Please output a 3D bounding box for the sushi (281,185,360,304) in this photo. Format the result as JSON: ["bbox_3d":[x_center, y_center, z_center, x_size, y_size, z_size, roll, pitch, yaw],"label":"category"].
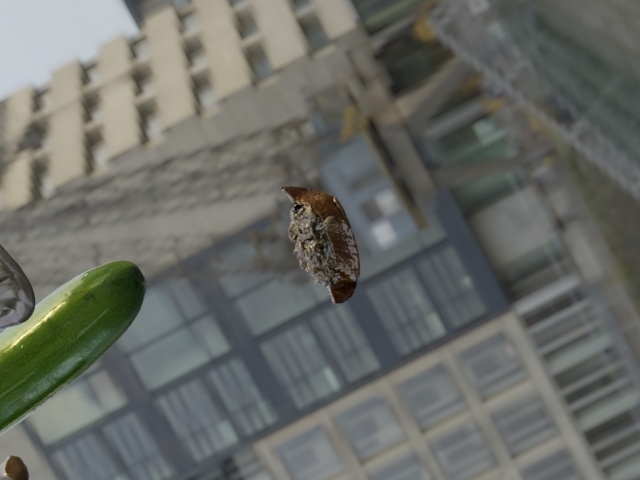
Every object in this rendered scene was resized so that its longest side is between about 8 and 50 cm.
[{"bbox_3d":[0.000,0.000,1.791,0.052,0.055,0.120,33,144,56],"label":"sushi"}]

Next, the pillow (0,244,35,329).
[{"bbox_3d":[-0.283,-0.031,1.229,0.233,0.130,0.038,62,-141,-20],"label":"pillow"}]

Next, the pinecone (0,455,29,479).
[{"bbox_3d":[-0.201,0.292,1.287,0.244,0.244,0.309,-104,-1,-70],"label":"pinecone"}]

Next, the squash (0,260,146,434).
[{"bbox_3d":[-0.288,0.122,1.797,0.082,0.292,0.082,49,169,13],"label":"squash"}]
